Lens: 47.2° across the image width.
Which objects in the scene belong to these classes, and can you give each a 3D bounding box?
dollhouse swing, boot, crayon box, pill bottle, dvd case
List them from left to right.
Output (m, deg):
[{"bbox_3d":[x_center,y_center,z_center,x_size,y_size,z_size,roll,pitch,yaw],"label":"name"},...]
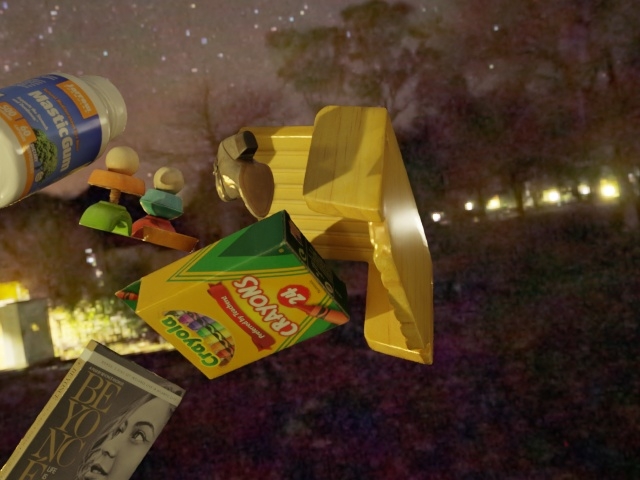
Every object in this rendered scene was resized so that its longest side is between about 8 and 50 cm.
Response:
[{"bbox_3d":[-0.413,-0.163,1.089,0.152,0.152,0.272,-7,21,28],"label":"pill bottle"},{"bbox_3d":[-0.263,0.237,0.824,0.018,0.221,0.164,22,-16,38],"label":"dvd case"},{"bbox_3d":[-0.140,0.103,1.152,0.318,0.202,0.081,-25,40,17],"label":"crayon box"},{"bbox_3d":[-0.091,-0.065,0.835,0.042,0.118,0.087,3,-23,-30],"label":"boot"},{"bbox_3d":[0.000,0.000,1.181,0.305,0.347,0.315,-7,44,16],"label":"dollhouse swing"}]

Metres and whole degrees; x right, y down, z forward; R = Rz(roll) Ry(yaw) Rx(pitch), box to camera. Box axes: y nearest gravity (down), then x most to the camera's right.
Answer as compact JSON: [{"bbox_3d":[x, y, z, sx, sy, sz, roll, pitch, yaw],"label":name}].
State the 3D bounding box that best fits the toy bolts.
[{"bbox_3d":[-0.304,-0.074,1.378,0.218,0.158,0.228,14,-3,11],"label":"toy bolts"}]
